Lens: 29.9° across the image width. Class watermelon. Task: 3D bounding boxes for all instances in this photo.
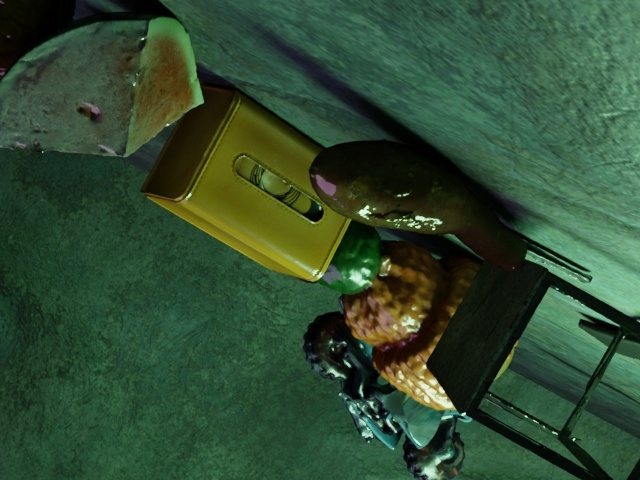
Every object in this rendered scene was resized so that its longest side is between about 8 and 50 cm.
[{"bbox_3d":[-0.266,-0.194,1.502,0.176,0.256,0.260,59,-154,-13],"label":"watermelon"}]

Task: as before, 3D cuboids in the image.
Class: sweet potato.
[{"bbox_3d":[0.134,-0.048,1.481,0.385,0.109,0.109,18,-177,-39],"label":"sweet potato"}]

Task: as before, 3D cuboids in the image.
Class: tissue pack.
[{"bbox_3d":[-0.093,-0.085,1.807,0.274,0.194,0.145,31,170,-33],"label":"tissue pack"}]

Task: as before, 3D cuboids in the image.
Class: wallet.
[{"bbox_3d":[0.542,0.186,1.964,0.124,0.025,0.244,32,175,-36],"label":"wallet"}]

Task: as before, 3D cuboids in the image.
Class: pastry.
[{"bbox_3d":[-0.408,-0.299,1.500,0.188,0.189,0.103,28,177,4],"label":"pastry"}]

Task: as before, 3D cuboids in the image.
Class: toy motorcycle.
[{"bbox_3d":[0.151,0.264,2.275,0.416,0.232,0.172,46,153,-12],"label":"toy motorcycle"}]

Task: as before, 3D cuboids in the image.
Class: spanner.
[{"bbox_3d":[0.228,-0.020,1.660,0.325,0.026,0.093,27,174,3],"label":"spanner"}]

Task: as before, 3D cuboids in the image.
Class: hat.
[{"bbox_3d":[0.125,0.123,2.050,0.400,0.285,0.285,22,177,-20],"label":"hat"}]

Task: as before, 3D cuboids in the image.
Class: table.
[{"bbox_3d":[0.336,0.178,1.681,0.272,0.222,0.335,29,-176,-5],"label":"table"}]

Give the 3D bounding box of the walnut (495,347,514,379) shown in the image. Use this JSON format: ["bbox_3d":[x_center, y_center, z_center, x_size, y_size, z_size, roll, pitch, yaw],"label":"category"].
[{"bbox_3d":[0.287,0.184,2.413,0.238,0.204,0.141,23,153,-1],"label":"walnut"}]

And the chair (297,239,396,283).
[{"bbox_3d":[0.000,0.000,2.347,0.246,0.172,0.158,17,170,32],"label":"chair"}]
